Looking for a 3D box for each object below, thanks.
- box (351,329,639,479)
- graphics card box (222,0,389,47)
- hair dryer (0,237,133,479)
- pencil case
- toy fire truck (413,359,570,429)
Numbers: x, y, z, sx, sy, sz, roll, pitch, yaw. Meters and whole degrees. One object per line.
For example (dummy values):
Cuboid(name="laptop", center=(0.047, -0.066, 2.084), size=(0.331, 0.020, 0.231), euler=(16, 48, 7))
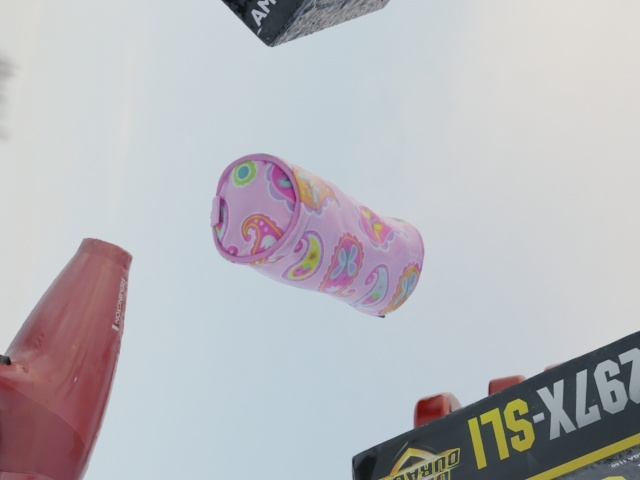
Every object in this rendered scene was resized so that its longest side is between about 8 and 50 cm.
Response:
Cuboid(name="box", center=(0.220, 0.157, 0.994), size=(0.322, 0.257, 0.079), euler=(-26, -131, 21))
Cuboid(name="graphics card box", center=(-0.094, -0.356, 1.464), size=(0.094, 0.371, 0.233), euler=(-49, 168, 33))
Cuboid(name="hair dryer", center=(-0.200, 0.089, 0.929), size=(0.293, 0.080, 0.223), euler=(-45, 142, -50))
Cuboid(name="pencil case", center=(0.000, 0.000, 1.606), size=(0.124, 0.284, 0.124), euler=(-8, -107, 29))
Cuboid(name="toy fire truck", center=(0.207, 0.279, 1.467), size=(0.302, 0.169, 0.254), euler=(-85, 154, -54))
